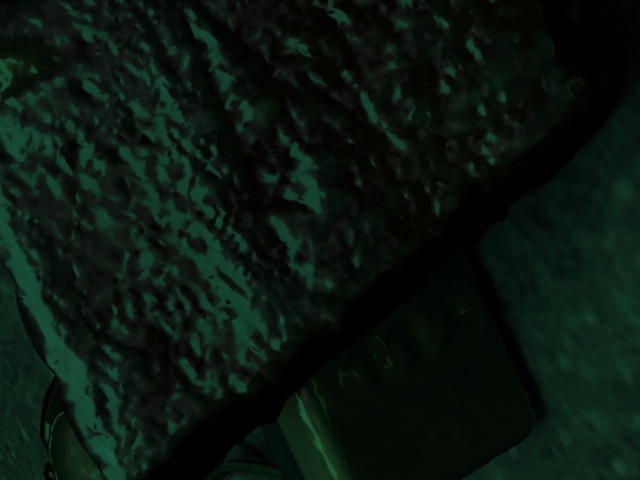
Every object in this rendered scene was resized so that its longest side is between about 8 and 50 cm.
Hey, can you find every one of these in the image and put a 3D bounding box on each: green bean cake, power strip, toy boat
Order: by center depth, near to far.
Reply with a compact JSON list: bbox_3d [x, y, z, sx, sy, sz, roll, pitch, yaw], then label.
[{"bbox_3d":[-0.007,-0.031,0.593,0.198,0.233,0.097,63,-166,-3],"label":"green bean cake"},{"bbox_3d":[0.000,0.000,0.703,0.070,0.105,0.256,-8,108,65],"label":"power strip"},{"bbox_3d":[-0.134,0.140,1.065,0.089,0.071,0.185,-16,102,17],"label":"toy boat"}]

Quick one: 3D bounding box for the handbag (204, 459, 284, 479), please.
[{"bbox_3d":[-0.001,0.226,0.926,0.256,0.079,0.219,-18,87,60],"label":"handbag"}]
